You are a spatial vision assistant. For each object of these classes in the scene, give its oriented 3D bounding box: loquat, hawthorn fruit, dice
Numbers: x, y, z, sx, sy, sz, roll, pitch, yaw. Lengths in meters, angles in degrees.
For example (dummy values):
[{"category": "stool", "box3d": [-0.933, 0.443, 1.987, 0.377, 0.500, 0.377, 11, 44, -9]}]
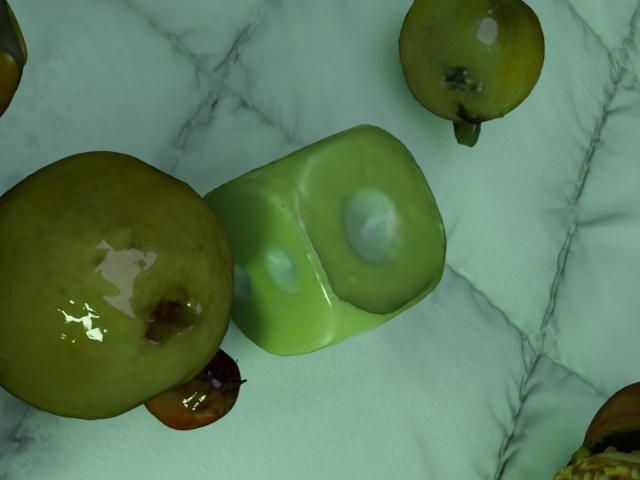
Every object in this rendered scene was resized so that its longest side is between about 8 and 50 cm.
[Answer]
[{"category": "loquat", "box3d": [-0.169, 0.034, 0.715, 0.208, 0.208, 0.208, 11, 72, -35]}, {"category": "hawthorn fruit", "box3d": [-0.106, 0.122, 0.796, 0.081, 0.093, 0.081, 12, 70, -35]}, {"category": "dice", "box3d": [0.000, 0.000, 0.860, 0.166, 0.169, 0.169, -26, 95, -38]}, {"category": "loquat", "box3d": [0.173, -0.210, 1.063, 0.172, 0.149, 0.205, 2, 91, -38]}]

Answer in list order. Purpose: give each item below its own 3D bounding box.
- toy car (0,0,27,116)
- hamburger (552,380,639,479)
[{"category": "toy car", "box3d": [-0.355, -0.180, 0.608, 0.240, 0.271, 0.341, -27, 94, -57]}, {"category": "hamburger", "box3d": [0.391, 0.327, 0.974, 0.330, 0.330, 0.250, 53, 53, -14]}]
